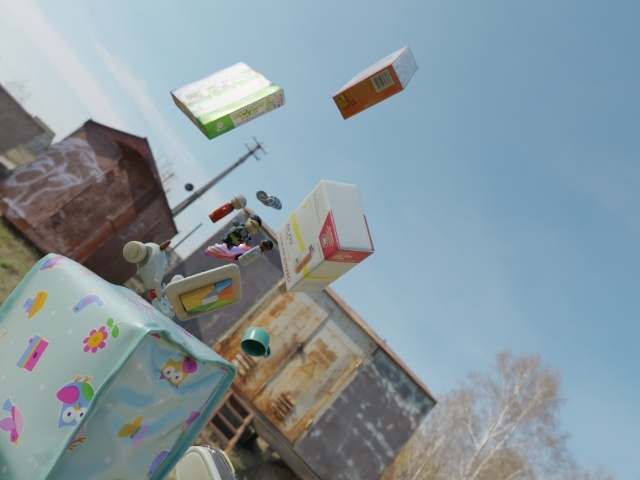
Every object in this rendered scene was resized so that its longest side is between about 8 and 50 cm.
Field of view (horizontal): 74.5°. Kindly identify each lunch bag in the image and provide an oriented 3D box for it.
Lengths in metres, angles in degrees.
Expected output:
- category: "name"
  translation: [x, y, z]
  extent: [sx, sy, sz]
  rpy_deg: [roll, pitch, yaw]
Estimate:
- category: "lunch bag"
  translation: [-0.253, 0.172, 0.406]
  extent: [0.223, 0.262, 0.160]
  rpy_deg: [22, -19, 37]

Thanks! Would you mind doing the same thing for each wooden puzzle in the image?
- category: "wooden puzzle"
  translation: [-0.355, 0.174, 1.324]
  extent: [0.238, 0.221, 0.044]
  rpy_deg: [101, -33, -57]

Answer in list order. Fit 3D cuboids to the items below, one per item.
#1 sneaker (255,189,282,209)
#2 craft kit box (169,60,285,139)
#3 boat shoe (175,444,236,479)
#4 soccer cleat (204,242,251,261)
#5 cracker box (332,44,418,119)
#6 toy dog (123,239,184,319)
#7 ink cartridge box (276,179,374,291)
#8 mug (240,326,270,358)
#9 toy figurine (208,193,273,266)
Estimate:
- category: "sneaker"
  translation: [-0.235, -0.179, 1.924]
  extent: [0.135, 0.052, 0.058]
  rpy_deg: [34, -26, 0]
- category: "craft kit box"
  translation: [-0.270, -0.413, 1.215]
  extent: [0.246, 0.250, 0.061]
  rpy_deg: [44, -23, 38]
- category: "boat shoe"
  translation: [-0.192, 0.576, 0.848]
  extent: [0.324, 0.116, 0.097]
  rpy_deg: [57, 9, 29]
- category: "soccer cleat"
  translation: [-0.480, 0.070, 2.167]
  extent: [0.083, 0.248, 0.095]
  rpy_deg: [80, 5, -54]
- category: "cracker box"
  translation: [0.138, -0.386, 1.017]
  extent: [0.156, 0.232, 0.067]
  rpy_deg: [-20, -67, 32]
- category: "toy dog"
  translation: [-0.612, 0.132, 1.633]
  extent: [0.220, 0.161, 0.333]
  rpy_deg: [-79, 144, -74]
- category: "ink cartridge box"
  translation: [0.000, 0.000, 1.569]
  extent: [0.385, 0.160, 0.279]
  rpy_deg: [-43, -128, 47]
- category: "mug"
  translation: [-0.305, 0.484, 2.007]
  extent: [0.129, 0.097, 0.157]
  rpy_deg: [3, -52, 9]
- category: "toy figurine"
  translation: [-0.272, -0.036, 1.494]
  extent: [0.209, 0.148, 0.213]
  rpy_deg: [52, -7, 38]
